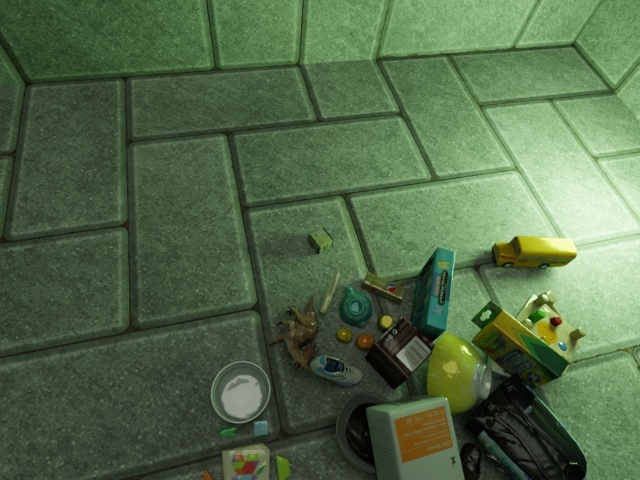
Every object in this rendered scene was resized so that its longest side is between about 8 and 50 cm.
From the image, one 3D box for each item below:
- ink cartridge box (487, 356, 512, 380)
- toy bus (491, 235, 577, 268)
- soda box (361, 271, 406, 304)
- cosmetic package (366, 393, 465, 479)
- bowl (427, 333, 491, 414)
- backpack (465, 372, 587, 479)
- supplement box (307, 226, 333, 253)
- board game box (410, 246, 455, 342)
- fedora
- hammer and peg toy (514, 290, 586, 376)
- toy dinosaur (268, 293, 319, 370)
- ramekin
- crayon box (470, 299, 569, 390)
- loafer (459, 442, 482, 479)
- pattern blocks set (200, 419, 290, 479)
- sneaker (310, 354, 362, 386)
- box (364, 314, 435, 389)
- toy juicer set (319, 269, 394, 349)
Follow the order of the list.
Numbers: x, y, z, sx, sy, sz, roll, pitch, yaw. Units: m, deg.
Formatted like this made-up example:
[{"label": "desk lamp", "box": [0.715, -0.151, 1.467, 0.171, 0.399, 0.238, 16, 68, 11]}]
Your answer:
[{"label": "ink cartridge box", "box": [0.747, 0.500, 1.631, 0.150, 0.063, 0.109, 19, 58, 6]}, {"label": "toy bus", "box": [0.973, 0.053, 1.885, 0.332, 0.130, 0.108, 3, 59, -5]}, {"label": "soda box", "box": [0.269, 0.205, 1.753, 0.181, 0.061, 0.058, 24, 59, 8]}, {"label": "cosmetic package", "box": [0.311, 0.743, 1.286, 0.229, 0.161, 0.454, -5, 77, -23]}, {"label": "bowl", "box": [0.511, 0.487, 1.462, 0.155, 0.289, 0.290, 1, 49, 40]}, {"label": "backpack", "box": [0.720, 0.703, 1.419, 0.290, 0.274, 0.355, -31, 47, -25]}, {"label": "supplement box", "box": [0.000, 0.000, 1.848, 0.083, 0.056, 0.083, -31, 67, -22]}, {"label": "board game box", "box": [0.440, 0.234, 1.643, 0.079, 0.254, 0.336, 17, 59, 3]}, {"label": "fedora", "box": [0.164, 0.664, 1.425, 0.275, 0.124, 0.244, 31, 62, -4]}, {"label": "hammer and peg toy", "box": [0.940, 0.351, 1.670, 0.361, 0.127, 0.266, -32, 71, -36]}, {"label": "toy dinosaur", "box": [-0.065, 0.361, 1.589, 0.200, 0.127, 0.296, 27, 56, 10]}, {"label": "ramekin", "box": [-0.279, 0.544, 1.460, 0.207, 0.109, 0.207, 3, 59, -5]}, {"label": "crayon box", "box": [0.709, 0.395, 1.535, 0.083, 0.203, 0.323, -38, 67, -25]}, {"label": "loafer", "box": [0.503, 0.803, 1.412, 0.080, 0.078, 0.220, 22, 59, 7]}, {"label": "pattern blocks set", "box": [-0.239, 0.761, 1.322, 0.285, 0.026, 0.325, -13, 81, -14]}, {"label": "sneaker", "box": [0.073, 0.478, 1.507, 0.237, 0.086, 0.085, 27, 50, -32]}, {"label": "box", "box": [0.294, 0.422, 1.544, 0.168, 0.203, 0.167, -37, 69, -25]}, {"label": "toy juicer set", "box": [0.120, 0.303, 1.676, 0.329, 0.089, 0.209, 40, 81, 14]}]
